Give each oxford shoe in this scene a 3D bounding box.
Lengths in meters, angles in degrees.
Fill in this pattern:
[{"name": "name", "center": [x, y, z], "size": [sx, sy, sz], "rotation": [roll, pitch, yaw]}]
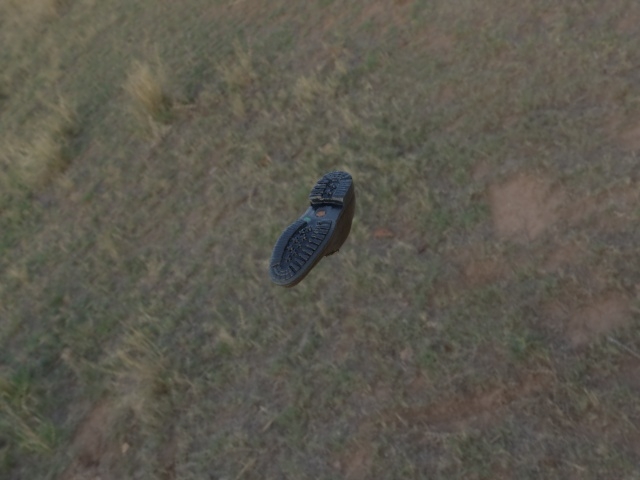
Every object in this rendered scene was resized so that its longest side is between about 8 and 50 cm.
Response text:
[{"name": "oxford shoe", "center": [0.000, 0.000, 1.178], "size": [0.082, 0.096, 0.227], "rotation": [12, 50, 31]}]
